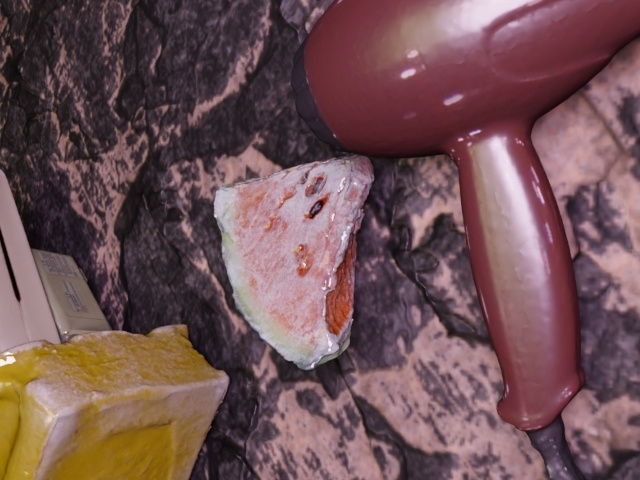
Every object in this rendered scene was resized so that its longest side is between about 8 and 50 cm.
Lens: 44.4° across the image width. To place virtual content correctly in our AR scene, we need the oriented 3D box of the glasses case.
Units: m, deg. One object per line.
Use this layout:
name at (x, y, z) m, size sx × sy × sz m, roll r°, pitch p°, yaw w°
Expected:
glasses case at (-0.351, 0.052, 0.790) m, size 0.131 × 0.070 × 0.313 m, roll -49°, pitch 50°, yaw 19°

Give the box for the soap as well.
soap at (-0.214, 0.231, 0.684) m, size 0.091 × 0.199 × 0.315 m, roll 36°, pitch 112°, yaw 33°

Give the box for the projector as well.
projector at (-0.325, 0.148, 0.851) m, size 0.193 × 0.088 × 0.269 m, roll 48°, pitch 114°, yaw 38°

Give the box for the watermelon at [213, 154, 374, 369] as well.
watermelon at (0.000, 0.000, 0.576) m, size 0.139 × 0.071 × 0.187 m, roll -47°, pitch 50°, yaw 24°

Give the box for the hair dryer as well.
hair dryer at (0.150, -0.021, 0.429) m, size 0.312 × 0.123 × 0.341 m, roll -13°, pitch 91°, yaw 32°
